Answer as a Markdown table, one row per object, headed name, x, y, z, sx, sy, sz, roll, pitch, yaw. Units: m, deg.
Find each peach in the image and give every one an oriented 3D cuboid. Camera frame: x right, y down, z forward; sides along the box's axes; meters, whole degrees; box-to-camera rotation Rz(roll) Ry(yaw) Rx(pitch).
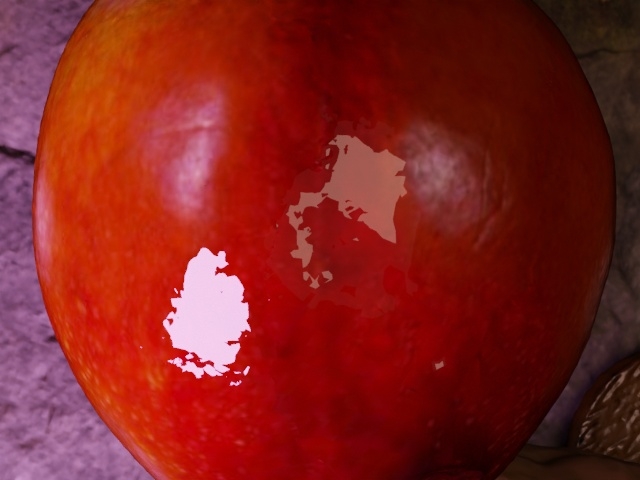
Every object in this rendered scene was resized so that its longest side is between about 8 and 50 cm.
| name | x | y | z | sx | sy | sz | roll | pitch | yaw |
| --- | --- | --- | --- | --- | --- | --- | --- | --- | --- |
| peach | 0.000 | 0.000 | 0.974 | 0.388 | 0.388 | 0.388 | -1 | 92 | -22 |

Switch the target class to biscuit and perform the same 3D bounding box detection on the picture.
| name | x | y | z | sx | sy | sz | roll | pitch | yaw |
| --- | --- | --- | --- | --- | --- | --- | --- | --- | --- |
| biscuit | 0.274 | 0.176 | 1.272 | 0.187 | 0.027 | 0.188 | -2 | 94 | -23 |

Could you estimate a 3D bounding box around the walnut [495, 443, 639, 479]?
| name | x | y | z | sx | sy | sz | roll | pitch | yaw |
| --- | --- | --- | --- | --- | --- | --- | --- | --- | --- |
| walnut | 0.159 | 0.312 | 1.067 | 0.383 | 0.383 | 0.384 | -1 | 92 | -22 |
